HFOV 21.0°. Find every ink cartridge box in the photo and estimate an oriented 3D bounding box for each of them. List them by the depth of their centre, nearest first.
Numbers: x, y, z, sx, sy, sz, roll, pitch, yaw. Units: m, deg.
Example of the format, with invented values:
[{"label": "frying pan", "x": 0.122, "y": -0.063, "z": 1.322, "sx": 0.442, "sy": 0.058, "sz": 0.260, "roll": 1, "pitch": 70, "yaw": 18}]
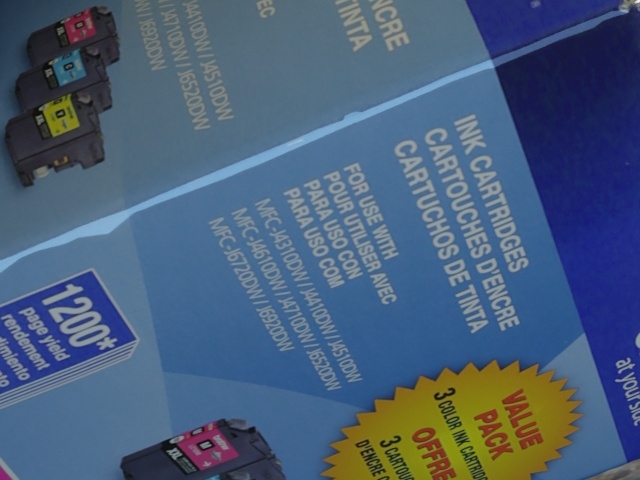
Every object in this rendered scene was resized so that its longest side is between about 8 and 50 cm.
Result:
[{"label": "ink cartridge box", "x": 0.000, "y": 0.000, "z": 0.686, "sx": 0.396, "sy": 0.151, "sz": 0.270, "roll": -23, "pitch": 139, "yaw": 4}]
